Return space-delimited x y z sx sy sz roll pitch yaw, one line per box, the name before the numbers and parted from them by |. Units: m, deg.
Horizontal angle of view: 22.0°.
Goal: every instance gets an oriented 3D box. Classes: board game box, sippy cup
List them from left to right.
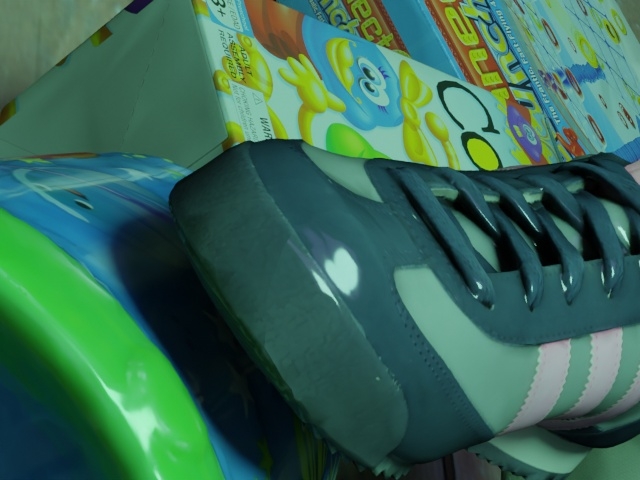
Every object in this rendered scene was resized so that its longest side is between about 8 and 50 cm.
sippy cup | -0.098 0.071 0.520 0.305 0.240 0.224 64 23 -4
board game box | 0.000 0.000 0.779 0.275 0.144 0.142 15 50 -48
board game box | 0.118 -0.113 1.092 0.302 0.086 0.308 -18 78 -58

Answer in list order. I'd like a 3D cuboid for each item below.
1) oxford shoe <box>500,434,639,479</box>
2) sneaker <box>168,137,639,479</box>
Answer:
oxford shoe | 0.162 0.059 0.725 0.130 0.449 0.169 28 18 1
sneaker | 0.068 0.004 0.538 0.112 0.131 0.319 59 16 18
